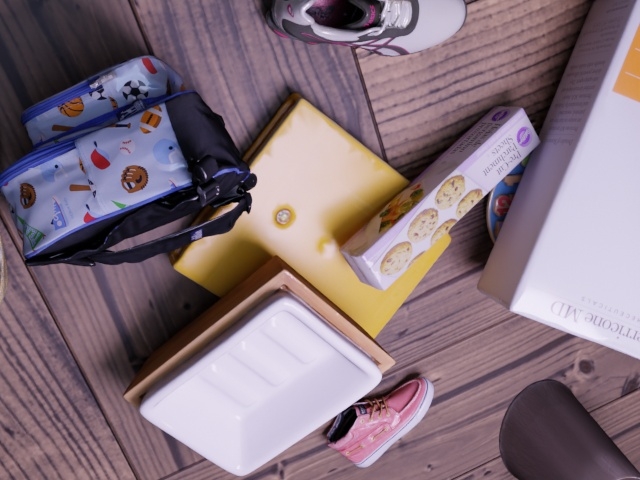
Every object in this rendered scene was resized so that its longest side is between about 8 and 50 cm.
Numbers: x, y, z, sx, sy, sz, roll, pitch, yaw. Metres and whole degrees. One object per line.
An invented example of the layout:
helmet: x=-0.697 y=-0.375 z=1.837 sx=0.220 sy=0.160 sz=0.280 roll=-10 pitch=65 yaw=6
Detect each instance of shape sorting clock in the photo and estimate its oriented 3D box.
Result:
shape sorting clock: x=0.341 y=-0.058 z=1.333 sx=0.206 sy=0.040 sz=0.206 roll=-6 pitch=112 yaw=-16

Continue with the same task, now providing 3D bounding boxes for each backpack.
backpack: x=-0.233 y=-0.079 z=1.018 sx=0.263 sy=0.276 sz=0.213 roll=-29 pitch=85 yaw=3

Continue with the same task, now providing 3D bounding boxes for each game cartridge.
game cartridge: x=0.000 y=0.000 z=1.240 sx=0.324 sy=0.052 sz=0.285 roll=35 pitch=96 yaw=-29

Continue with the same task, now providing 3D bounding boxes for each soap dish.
soap dish: x=-0.082 y=0.170 z=1.195 sx=0.291 sy=0.118 sz=0.229 roll=-38 pitch=122 yaw=17

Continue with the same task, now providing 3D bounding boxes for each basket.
basket: x=0.407 y=0.364 z=1.413 sx=0.154 sy=0.227 sz=0.204 roll=-12 pitch=113 yaw=-14

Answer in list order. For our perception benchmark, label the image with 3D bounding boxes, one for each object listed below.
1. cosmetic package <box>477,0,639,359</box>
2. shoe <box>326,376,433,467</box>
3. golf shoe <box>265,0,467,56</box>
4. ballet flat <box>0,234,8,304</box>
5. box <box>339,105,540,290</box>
cosmetic package: x=0.419 y=-0.089 z=1.222 sx=0.230 sy=0.161 sz=0.453 roll=20 pitch=95 yaw=-9
shoe: x=0.090 y=0.267 z=1.359 sx=0.178 sy=0.063 sz=0.081 roll=-47 pitch=122 yaw=8
golf shoe: x=0.072 y=-0.278 z=1.116 sx=0.273 sy=0.120 sz=0.105 roll=-5 pitch=110 yaw=-18
ballet flat: x=-0.431 y=-0.060 z=1.032 sx=0.123 sy=0.123 sz=0.348 roll=-9 pitch=112 yaw=-15
box: x=0.166 y=-0.063 z=1.215 sx=0.324 sy=0.063 sz=0.067 roll=-41 pitch=116 yaw=-17
